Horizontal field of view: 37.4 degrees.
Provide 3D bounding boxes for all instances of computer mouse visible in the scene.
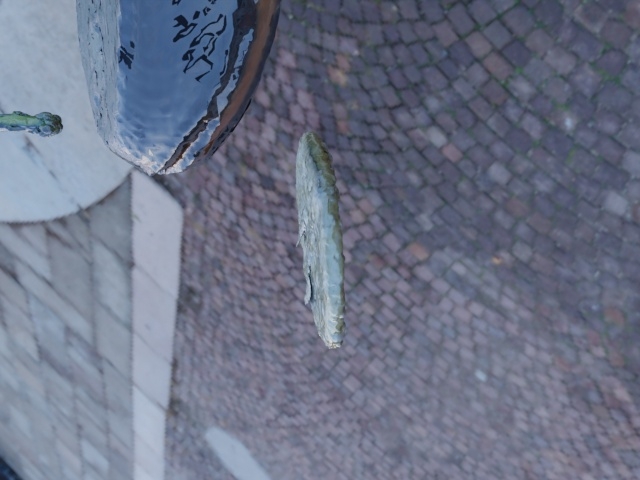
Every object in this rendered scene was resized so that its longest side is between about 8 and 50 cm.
[{"bbox_3d":[-0.087,-0.188,0.581,0.183,0.116,0.323,55,146,39],"label":"computer mouse"}]

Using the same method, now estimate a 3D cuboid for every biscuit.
[{"bbox_3d":[-0.001,0.000,0.925,0.220,0.033,0.219,173,90,-83],"label":"biscuit"}]

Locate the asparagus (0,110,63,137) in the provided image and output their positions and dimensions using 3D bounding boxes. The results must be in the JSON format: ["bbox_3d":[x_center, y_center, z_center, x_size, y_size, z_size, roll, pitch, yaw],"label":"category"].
[{"bbox_3d":[-0.204,-0.066,0.552,0.127,0.015,0.018,0,140,23],"label":"asparagus"}]
